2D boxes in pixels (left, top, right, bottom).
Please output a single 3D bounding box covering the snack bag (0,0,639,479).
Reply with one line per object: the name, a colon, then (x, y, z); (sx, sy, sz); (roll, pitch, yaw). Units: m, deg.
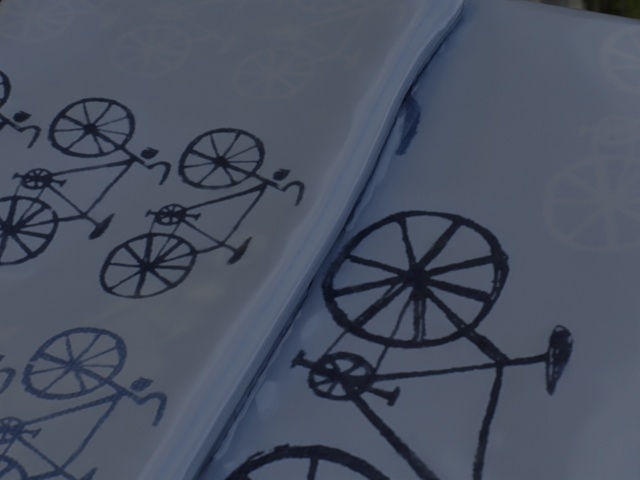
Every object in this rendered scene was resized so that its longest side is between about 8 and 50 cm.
snack bag: (0.000, 0.000, 0.431); (0.037, 0.343, 0.323); (86, 24, -44)
